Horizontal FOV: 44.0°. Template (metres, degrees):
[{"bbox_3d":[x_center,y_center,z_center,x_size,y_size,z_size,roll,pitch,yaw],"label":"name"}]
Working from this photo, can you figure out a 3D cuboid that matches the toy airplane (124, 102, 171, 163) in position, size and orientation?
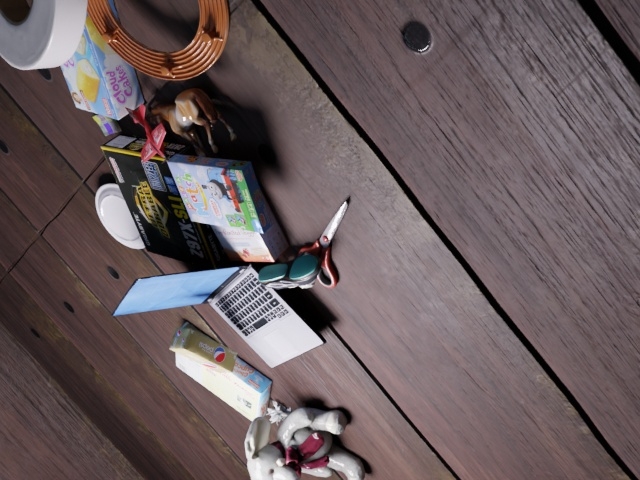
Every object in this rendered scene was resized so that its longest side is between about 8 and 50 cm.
[{"bbox_3d":[-0.379,-0.236,1.747,0.151,0.028,0.151,27,134,31],"label":"toy airplane"}]

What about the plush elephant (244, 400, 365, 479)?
[{"bbox_3d":[-0.084,0.594,2.173,0.330,0.255,0.272,17,136,34],"label":"plush elephant"}]

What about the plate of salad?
[{"bbox_3d":[-0.521,-0.068,2.125,0.200,0.048,0.200,17,128,23],"label":"plate of salad"}]

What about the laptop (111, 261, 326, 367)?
[{"bbox_3d":[-0.263,0.214,1.957,0.408,0.236,0.382,47,152,-3],"label":"laptop"}]

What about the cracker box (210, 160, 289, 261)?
[{"bbox_3d":[-0.187,-0.061,1.785,0.155,0.067,0.232,-1,124,44],"label":"cracker box"}]

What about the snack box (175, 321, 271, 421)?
[{"bbox_3d":[-0.292,0.393,2.346,0.322,0.060,0.187,32,143,17],"label":"snack box"}]

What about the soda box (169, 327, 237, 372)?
[{"bbox_3d":[-0.300,0.285,2.043,0.061,0.058,0.181,-6,150,39],"label":"soda box"}]

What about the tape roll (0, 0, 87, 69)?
[{"bbox_3d":[-0.597,-0.541,1.592,0.392,0.072,0.392,19,116,42],"label":"tape roll"}]

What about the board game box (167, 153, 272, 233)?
[{"bbox_3d":[-0.215,-0.101,1.684,0.211,0.039,0.160,10,132,35],"label":"board game box"}]

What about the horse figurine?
[{"bbox_3d":[-0.268,-0.251,1.670,0.174,0.066,0.263,56,151,-3],"label":"horse figurine"}]

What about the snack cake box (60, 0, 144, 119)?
[{"bbox_3d":[-0.499,-0.410,1.727,0.152,0.089,0.264,17,136,31],"label":"snack cake box"}]

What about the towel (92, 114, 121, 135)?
[{"bbox_3d":[-0.523,-0.287,1.939,0.083,0.009,0.060,-4,124,46],"label":"towel"}]

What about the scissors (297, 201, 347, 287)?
[{"bbox_3d":[0.000,0.000,1.701,0.109,0.021,0.297,32,144,21],"label":"scissors"}]

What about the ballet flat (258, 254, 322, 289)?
[{"bbox_3d":[-0.053,0.076,1.768,0.203,0.074,0.074,-13,116,44],"label":"ballet flat"}]

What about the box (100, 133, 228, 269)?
[{"bbox_3d":[-0.371,-0.094,1.927,0.257,0.079,0.322,12,133,34],"label":"box"}]

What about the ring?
[{"bbox_3d":[-0.327,-0.457,1.505,0.336,0.032,0.336,16,133,18],"label":"ring"}]
